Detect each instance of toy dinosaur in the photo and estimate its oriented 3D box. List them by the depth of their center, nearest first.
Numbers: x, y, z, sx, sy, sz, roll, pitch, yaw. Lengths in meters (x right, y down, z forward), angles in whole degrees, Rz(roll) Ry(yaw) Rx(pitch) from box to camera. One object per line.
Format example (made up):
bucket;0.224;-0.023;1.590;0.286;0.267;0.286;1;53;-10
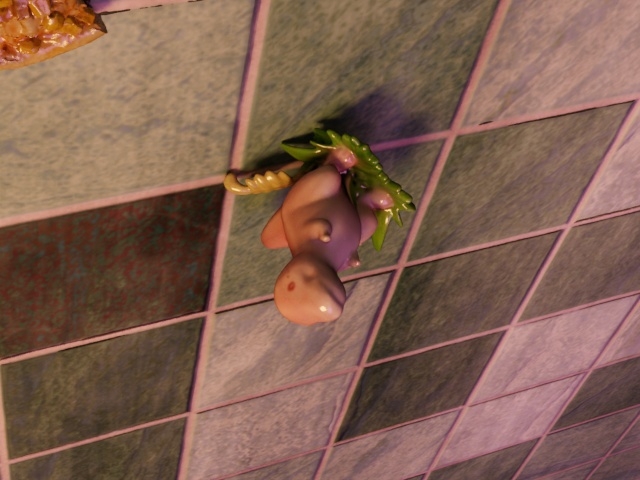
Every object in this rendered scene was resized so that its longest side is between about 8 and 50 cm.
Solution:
toy dinosaur;0.003;0.004;1.120;0.177;0.194;0.152;-51;132;-15

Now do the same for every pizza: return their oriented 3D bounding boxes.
pizza;-0.233;-0.171;0.836;0.178;0.041;0.131;-1;140;-36
